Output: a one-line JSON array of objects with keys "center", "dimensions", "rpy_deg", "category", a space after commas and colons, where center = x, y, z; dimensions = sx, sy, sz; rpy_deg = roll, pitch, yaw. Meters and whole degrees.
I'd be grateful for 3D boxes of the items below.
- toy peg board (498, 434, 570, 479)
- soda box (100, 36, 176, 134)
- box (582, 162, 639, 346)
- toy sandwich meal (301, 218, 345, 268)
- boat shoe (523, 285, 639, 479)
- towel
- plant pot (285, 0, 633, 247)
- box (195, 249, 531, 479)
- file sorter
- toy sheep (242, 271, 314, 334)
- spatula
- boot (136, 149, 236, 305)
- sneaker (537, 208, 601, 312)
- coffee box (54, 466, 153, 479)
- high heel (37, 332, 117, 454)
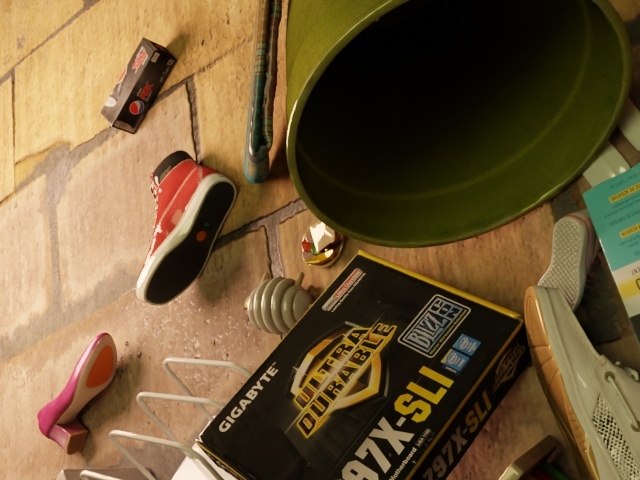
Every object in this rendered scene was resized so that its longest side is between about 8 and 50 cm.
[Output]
[{"center": [0.203, 0.298, 0.842], "dimensions": [0.079, 0.160, 0.161], "rpy_deg": [38, 105, 24], "category": "toy peg board"}, {"center": [-0.339, -0.286, 1.523], "dimensions": [0.169, 0.053, 0.060], "rpy_deg": [-55, 50, 15], "category": "soda box"}, {"center": [0.355, 0.043, 0.818], "dimensions": [0.100, 0.060, 0.244], "rpy_deg": [-32, 62, 38], "category": "box"}, {"center": [0.000, 0.000, 1.171], "dimensions": [0.085, 0.029, 0.085], "rpy_deg": [-12, 71, 39], "category": "toy sandwich meal"}, {"center": [0.291, 0.168, 0.838], "dimensions": [0.096, 0.098, 0.277], "rpy_deg": [-19, 75, 1], "category": "boat shoe"}, {"center": [-0.075, -0.222, 1.114], "dimensions": [0.370, 0.040, 0.271], "rpy_deg": [176, 97, -84], "category": "towel"}, {"center": [0.108, -0.244, 0.956], "dimensions": [0.366, 0.366, 0.353], "rpy_deg": [-41, 44, 26], "category": "plant pot"}, {"center": [0.051, 0.181, 0.949], "dimensions": [0.257, 0.079, 0.322], "rpy_deg": [24, 63, 40], "category": "box"}, {"center": [-0.182, 0.307, 1.072], "dimensions": [0.193, 0.173, 0.278], "rpy_deg": [-3, 41, 40], "category": "file sorter"}, {"center": [-0.053, 0.091, 1.160], "dimensions": [0.132, 0.091, 0.091], "rpy_deg": [-5, 76, 35], "category": "toy sheep"}, {"center": [0.381, -0.075, 0.867], "dimensions": [0.168, 0.019, 0.242], "rpy_deg": [-43, 54, 24], "category": "spatula"}, {"center": [-0.257, -0.025, 1.367], "dimensions": [0.176, 0.088, 0.244], "rpy_deg": [32, 92, 42], "category": "boot"}, {"center": [0.283, 0.025, 0.913], "dimensions": [0.051, 0.070, 0.134], "rpy_deg": [24, 125, 33], "category": "sneaker"}, {"center": [-0.389, 0.500, 1.290], "dimensions": [0.297, 0.168, 0.119], "rpy_deg": [-52, 51, 18], "category": "coffee box"}, {"center": [-0.439, 0.251, 1.456], "dimensions": [0.117, 0.082, 0.244], "rpy_deg": [32, 113, 31], "category": "high heel"}]
